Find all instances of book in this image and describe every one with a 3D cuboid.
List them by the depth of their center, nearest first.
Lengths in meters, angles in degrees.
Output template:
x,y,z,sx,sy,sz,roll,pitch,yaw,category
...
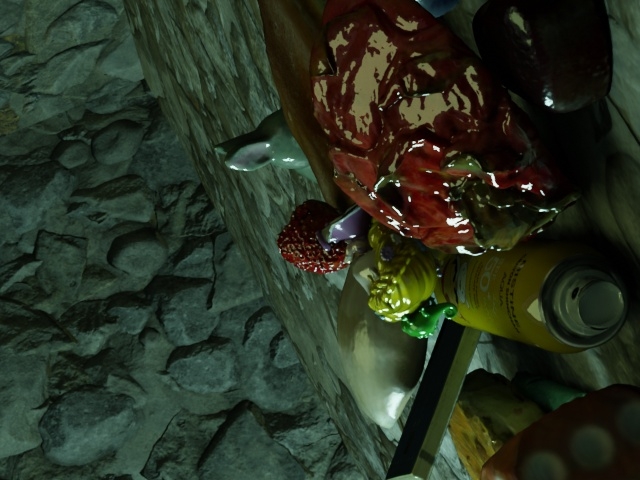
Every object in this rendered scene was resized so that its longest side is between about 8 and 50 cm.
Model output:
x,y,z,sx,sy,sz,roll,pitch,yaw,category
0.141,0.147,1.717,0.025,0.269,0.191,21,168,-1,book

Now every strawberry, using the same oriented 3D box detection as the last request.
x,y,z,sx,sy,sz,roll,pitch,yaw,category
0.000,0.000,1.668,0.096,0.083,0.083,37,151,52,strawberry

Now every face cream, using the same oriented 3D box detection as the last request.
x,y,z,sx,sy,sz,roll,pitch,yaw,category
0.204,0.048,1.459,0.105,0.105,0.349,67,170,-7,face cream

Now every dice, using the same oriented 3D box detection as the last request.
x,y,z,sx,sy,sz,roll,pitch,yaw,category
0.264,0.252,1.425,0.179,0.175,0.174,94,151,-62,dice

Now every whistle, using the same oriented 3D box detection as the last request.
x,y,z,sx,sy,sz,roll,pitch,yaw,category
0.255,0.172,1.667,0.186,0.039,0.039,-169,55,-78,whistle

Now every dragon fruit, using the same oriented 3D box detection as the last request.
x,y,z,sx,sy,sz,roll,pitch,yaw,category
0.099,-0.071,1.308,0.317,0.152,0.205,48,180,-27,dragon fruit

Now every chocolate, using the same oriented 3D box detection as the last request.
x,y,z,sx,sy,sz,roll,pitch,yaw,category
0.172,-0.158,1.225,0.125,0.080,0.149,67,168,-3,chocolate

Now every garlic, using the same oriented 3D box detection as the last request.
x,y,z,sx,sy,sz,roll,pitch,yaw,category
0.083,0.063,1.844,0.143,0.112,0.318,131,152,-78,garlic

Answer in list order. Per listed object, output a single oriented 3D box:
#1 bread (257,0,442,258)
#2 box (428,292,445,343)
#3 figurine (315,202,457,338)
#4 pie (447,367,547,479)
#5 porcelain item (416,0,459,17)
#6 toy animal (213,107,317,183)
x,y,z,sx,sy,sz,roll,pitch,yaw,category
0.054,-0.149,1.672,0.323,0.143,0.333,82,162,-53,bread
0.141,0.072,2.015,0.142,0.044,0.285,62,170,-1,box
0.085,0.023,1.529,0.156,0.115,0.095,57,-148,-4,figurine
0.250,0.288,1.729,0.339,0.083,0.339,53,172,11,pie
0.067,-0.302,1.309,0.141,0.141,0.259,60,177,31,porcelain item
-0.015,-0.123,1.920,0.138,0.108,0.236,47,-155,28,toy animal
